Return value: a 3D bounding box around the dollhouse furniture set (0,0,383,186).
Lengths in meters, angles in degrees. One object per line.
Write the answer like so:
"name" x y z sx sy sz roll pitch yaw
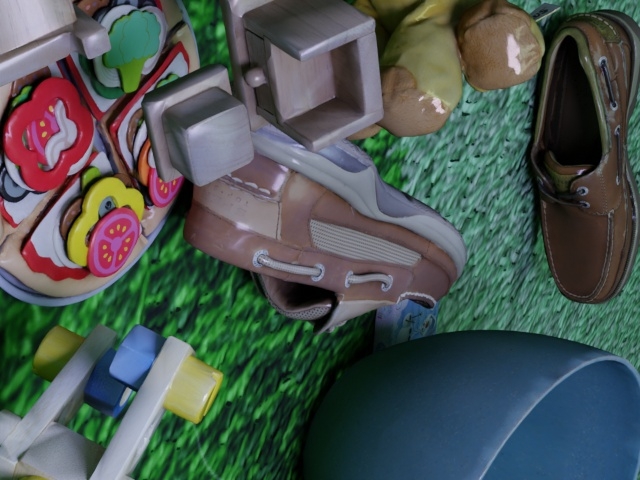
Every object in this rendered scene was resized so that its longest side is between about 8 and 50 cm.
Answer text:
"dollhouse furniture set" -0.173 -0.135 0.592 0.355 0.174 0.303 -28 132 -23

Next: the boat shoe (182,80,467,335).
"boat shoe" 0.000 0.000 0.925 0.116 0.123 0.324 -61 148 -2

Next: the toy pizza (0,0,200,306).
"toy pizza" -0.120 -0.058 0.748 0.201 0.032 0.201 -37 135 -48

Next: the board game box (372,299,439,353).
"board game box" 0.076 0.072 1.188 0.090 0.020 0.090 -30 129 -52

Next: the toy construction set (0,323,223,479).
"toy construction set" -0.177 0.194 0.655 0.327 0.151 0.215 -42 164 -33

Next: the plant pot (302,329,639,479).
"plant pot" 0.101 0.190 1.089 0.290 0.195 0.290 -28 130 -40

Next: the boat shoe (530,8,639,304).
"boat shoe" 0.253 -0.074 1.357 0.104 0.110 0.307 -24 115 -51

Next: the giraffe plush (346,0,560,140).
"giraffe plush" 0.056 -0.184 0.890 0.210 0.181 0.170 -39 116 -32
